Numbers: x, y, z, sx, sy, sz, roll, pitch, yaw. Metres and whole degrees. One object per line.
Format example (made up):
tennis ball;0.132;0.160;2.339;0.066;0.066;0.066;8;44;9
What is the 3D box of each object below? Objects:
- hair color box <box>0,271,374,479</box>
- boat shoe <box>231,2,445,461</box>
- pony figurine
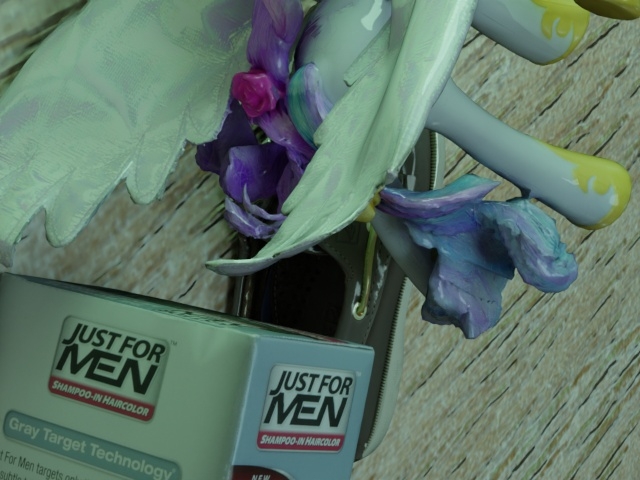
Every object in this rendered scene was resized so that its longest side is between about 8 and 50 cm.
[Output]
hair color box;-0.108;0.218;0.789;0.114;0.185;0.374;12;89;-54
boat shoe;0.000;0.000;0.946;0.097;0.117;0.324;-15;116;-55
pony figurine;0.020;-0.101;0.762;0.363;0.303;0.351;39;67;-42
